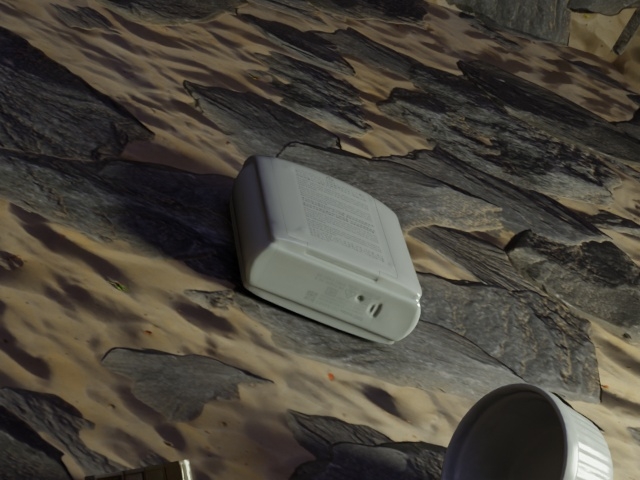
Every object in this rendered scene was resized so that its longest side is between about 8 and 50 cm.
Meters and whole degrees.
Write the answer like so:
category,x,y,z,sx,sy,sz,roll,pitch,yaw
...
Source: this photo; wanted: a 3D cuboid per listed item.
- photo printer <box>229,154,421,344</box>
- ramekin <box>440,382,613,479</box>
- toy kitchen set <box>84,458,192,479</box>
category,x,y,z,sx,sy,sz,roll,pitch,yaw
photo printer,0.000,0.000,2.653,0.256,0.107,0.307,22,24,-19
ramekin,0.251,0.283,2.253,0.109,0.207,0.207,25,22,-34
toy kitchen set,-0.182,0.267,1.949,0.075,0.083,0.068,-1,79,-50
